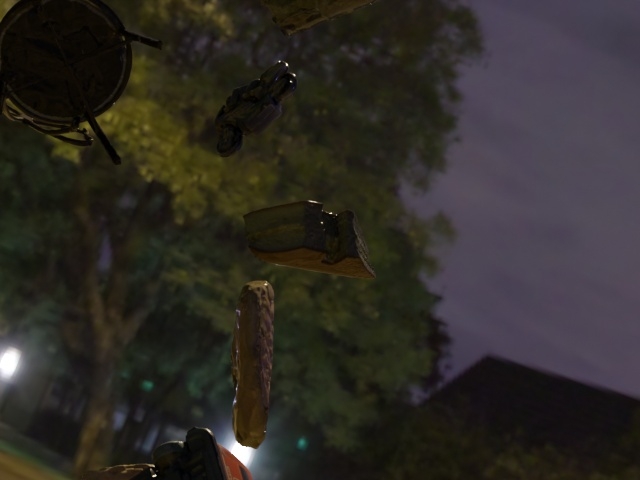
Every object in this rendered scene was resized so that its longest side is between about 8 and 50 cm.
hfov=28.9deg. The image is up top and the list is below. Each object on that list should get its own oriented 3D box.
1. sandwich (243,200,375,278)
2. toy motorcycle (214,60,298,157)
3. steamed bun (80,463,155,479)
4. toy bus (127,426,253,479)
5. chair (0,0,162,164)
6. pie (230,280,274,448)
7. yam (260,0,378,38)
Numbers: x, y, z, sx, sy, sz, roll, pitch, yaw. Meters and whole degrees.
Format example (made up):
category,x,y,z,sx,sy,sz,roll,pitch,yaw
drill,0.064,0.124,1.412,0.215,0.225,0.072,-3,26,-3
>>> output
category,x,y,z,sx,sy,sz,roll,pitch,yaw
sandwich,0.000,0.000,2.002,0.244,0.090,0.088,13,-35,-28
toy motorcycle,-0.121,-0.232,2.157,0.061,0.193,0.124,39,8,-40
steamed bun,-0.205,0.358,1.482,0.140,0.155,0.172,-8,-26,13
toy bus,-0.184,0.317,1.299,0.120,0.265,0.121,41,20,-48
chair,-0.280,-0.184,1.328,0.159,0.170,0.325,20,7,-20
pie,-0.084,0.143,1.571,0.052,0.218,0.185,6,-50,-6
yam,0.037,-0.417,1.727,0.300,0.195,0.195,-20,-28,21
